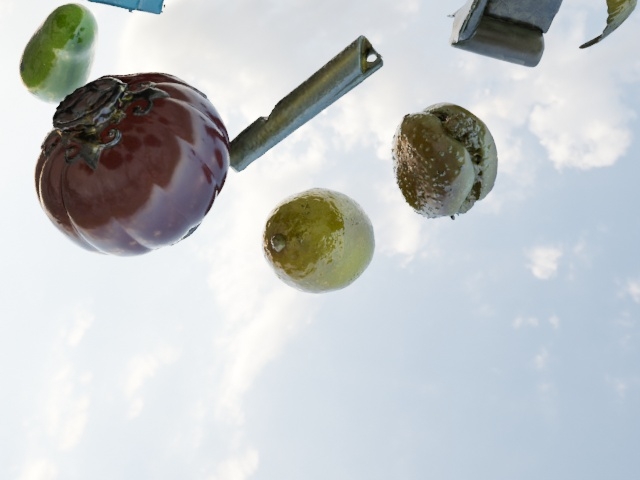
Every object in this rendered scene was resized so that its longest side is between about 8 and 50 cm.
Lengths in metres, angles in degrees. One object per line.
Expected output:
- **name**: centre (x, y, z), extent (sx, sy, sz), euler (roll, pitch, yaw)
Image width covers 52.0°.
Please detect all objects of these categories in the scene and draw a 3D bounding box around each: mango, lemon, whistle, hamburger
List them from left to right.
- **mango**: centre (-0.551, -0.400, 1.396), extent (0.293, 0.143, 0.175), euler (-30, -140, 52)
- **whistle**: centre (-0.035, -0.232, 1.143), extent (0.327, 0.057, 0.068), euler (-35, -100, 9)
- **lemon**: centre (-0.002, 0.000, 1.396), extent (0.236, 0.235, 0.263), euler (0, -154, 40)
- **hamburger**: centre (0.209, -0.145, 1.165), extent (0.122, 0.215, 0.189), euler (-29, -126, -26)

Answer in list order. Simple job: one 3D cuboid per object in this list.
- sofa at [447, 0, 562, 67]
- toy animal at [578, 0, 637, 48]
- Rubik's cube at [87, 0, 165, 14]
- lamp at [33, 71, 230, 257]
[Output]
- **sofa**: centre (0.366, -0.455, 1.195), extent (0.182, 0.200, 0.258), euler (-87, -167, -50)
- **toy animal**: centre (0.413, -0.380, 0.884), extent (0.155, 0.219, 0.095), euler (-37, -112, -2)
- **Rubik's cube**: centre (-0.308, -0.460, 0.939), extent (0.224, 0.265, 0.212), euler (34, -65, 27)
- **lamp**: centre (-0.284, -0.115, 1.006), extent (0.303, 0.257, 0.303), euler (-17, -138, 16)
